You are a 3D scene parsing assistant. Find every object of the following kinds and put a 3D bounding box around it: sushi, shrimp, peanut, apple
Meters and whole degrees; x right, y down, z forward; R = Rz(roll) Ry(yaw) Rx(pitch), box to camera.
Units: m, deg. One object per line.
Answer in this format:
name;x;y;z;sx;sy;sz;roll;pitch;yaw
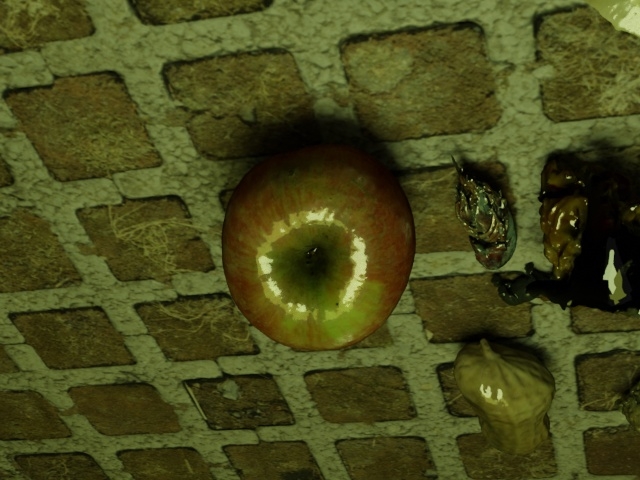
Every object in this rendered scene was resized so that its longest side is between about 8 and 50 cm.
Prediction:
sushi;0.392;0.002;1.449;0.200;0.204;0.213;9;-179;38
shrimp;0.229;-0.046;1.505;0.090;0.079;0.233;23;155;47
peanut;0.335;0.278;1.810;0.159;0.143;0.291;-2;142;26
apple;0.000;0.000;1.481;0.277;0.250;0.309;27;116;-1

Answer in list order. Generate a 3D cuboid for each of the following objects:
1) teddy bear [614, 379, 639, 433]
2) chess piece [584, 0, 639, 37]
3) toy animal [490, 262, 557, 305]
teddy bear;0.650;0.313;1.799;0.256;0.156;0.267;10;169;-10
chess piece;0.408;-0.412;0.953;0.234;0.234;0.442;18;134;-12
toy animal;0.344;0.069;1.642;0.136;0.047;0.065;-22;137;28
